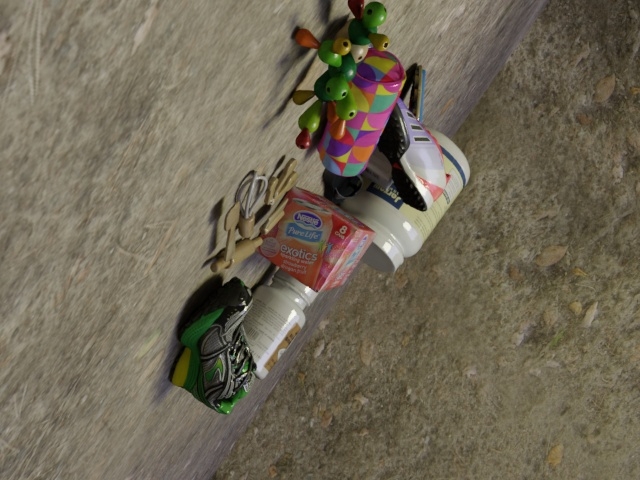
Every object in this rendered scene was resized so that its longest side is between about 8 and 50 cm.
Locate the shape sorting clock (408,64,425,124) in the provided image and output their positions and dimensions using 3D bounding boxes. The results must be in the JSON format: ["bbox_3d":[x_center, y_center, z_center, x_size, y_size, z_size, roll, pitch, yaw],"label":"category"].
[{"bbox_3d":[0.211,-0.291,1.604,0.206,0.040,0.206,4,90,-83],"label":"shape sorting clock"}]

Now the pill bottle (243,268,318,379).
[{"bbox_3d":[-0.107,0.168,1.511,0.229,0.131,0.131,-53,170,-16],"label":"pill bottle"}]

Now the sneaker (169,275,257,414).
[{"bbox_3d":[-0.164,0.191,1.267,0.134,0.146,0.343,-48,167,-38],"label":"sneaker"}]

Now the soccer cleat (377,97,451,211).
[{"bbox_3d":[0.189,-0.202,1.477,0.116,0.108,0.318,-45,133,-16],"label":"soccer cleat"}]

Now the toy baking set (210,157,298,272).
[{"bbox_3d":[-0.111,-0.038,1.117,0.256,0.030,0.197,-40,159,-59],"label":"toy baking set"}]

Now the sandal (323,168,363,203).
[{"bbox_3d":[0.053,-0.123,1.541,0.097,0.054,0.254,-55,171,1],"label":"sandal"}]

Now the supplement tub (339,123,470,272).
[{"bbox_3d":[0.195,-0.105,1.765,0.325,0.235,0.235,-53,170,-15],"label":"supplement tub"}]

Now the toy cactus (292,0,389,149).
[{"bbox_3d":[0.022,-0.240,0.940,0.180,0.112,0.219,-73,-177,-46],"label":"toy cactus"}]

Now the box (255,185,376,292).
[{"bbox_3d":[0.000,0.000,1.406,0.142,0.154,0.300,-56,170,6],"label":"box"}]

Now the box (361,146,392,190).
[{"bbox_3d":[0.134,-0.183,1.601,0.087,0.101,0.102,-55,172,-7],"label":"box"}]

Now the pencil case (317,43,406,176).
[{"bbox_3d":[0.061,-0.211,1.173,0.104,0.104,0.236,-48,166,-36],"label":"pencil case"}]
